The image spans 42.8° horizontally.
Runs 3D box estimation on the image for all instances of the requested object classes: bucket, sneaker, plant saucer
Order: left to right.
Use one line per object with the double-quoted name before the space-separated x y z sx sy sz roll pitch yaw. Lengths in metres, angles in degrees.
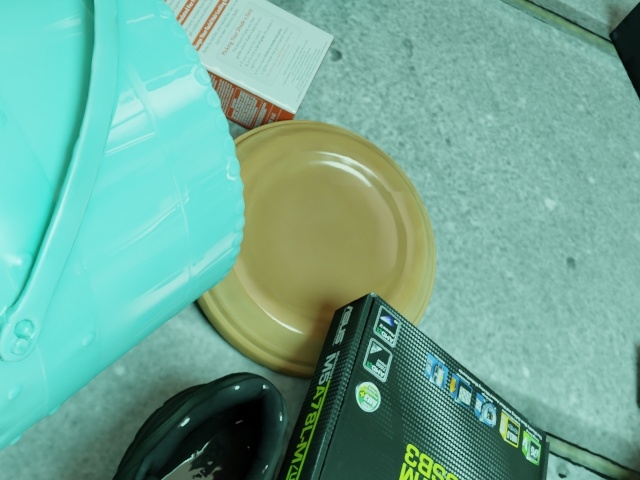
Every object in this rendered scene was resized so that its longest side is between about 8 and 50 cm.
"bucket" -0.187 -0.036 0.446 0.183 0.281 0.281 -34 79 -34
"sneaker" -0.107 0.185 0.434 0.109 0.130 0.286 30 59 -5
"plant saucer" 0.000 0.000 0.602 0.200 0.037 0.200 6 72 -19

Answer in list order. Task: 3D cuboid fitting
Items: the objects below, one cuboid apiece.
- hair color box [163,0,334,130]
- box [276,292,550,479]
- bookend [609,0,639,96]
"hair color box" -0.085 -0.160 0.664 0.167 0.053 0.093 28 60 -6
"box" 0.063 0.158 0.510 0.191 0.045 0.184 40 44 -20
"bookend" 0.405 -0.172 0.834 0.156 0.072 0.157 -6 66 -23
